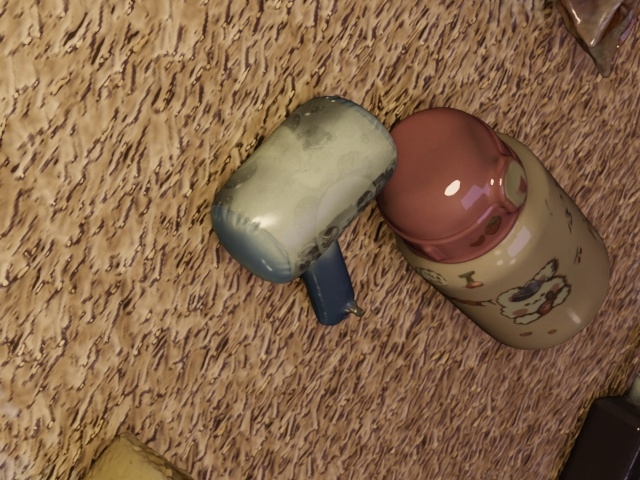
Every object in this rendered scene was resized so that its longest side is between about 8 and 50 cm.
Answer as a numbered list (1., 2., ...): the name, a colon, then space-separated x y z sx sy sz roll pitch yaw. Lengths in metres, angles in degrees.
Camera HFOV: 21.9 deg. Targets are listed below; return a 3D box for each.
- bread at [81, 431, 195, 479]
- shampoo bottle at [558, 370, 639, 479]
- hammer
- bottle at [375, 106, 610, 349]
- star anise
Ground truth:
1. bread: -0.099 0.207 0.963 0.141 0.134 0.148 -55 143 -6
2. shampoo bottle: 0.261 0.224 1.515 0.098 0.071 0.309 6 109 -51
3. hammer: 0.000 0.000 1.004 0.116 0.069 0.194 -48 154 -17
4. bottle: 0.109 -0.011 1.089 0.110 0.110 0.233 -56 147 -4
5. star anise: 0.193 -0.213 1.062 0.262 0.081 0.230 -30 139 -53
